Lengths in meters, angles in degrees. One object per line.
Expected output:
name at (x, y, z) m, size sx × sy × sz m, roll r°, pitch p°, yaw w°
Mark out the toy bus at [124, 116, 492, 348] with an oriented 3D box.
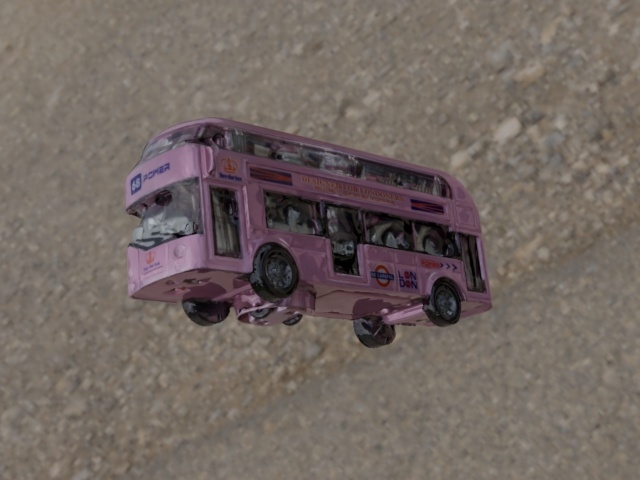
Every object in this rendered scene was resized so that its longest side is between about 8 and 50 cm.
toy bus at (0.000, 0.000, 0.562) m, size 0.063 × 0.203 × 0.090 m, roll -22°, pitch 68°, yaw 43°
